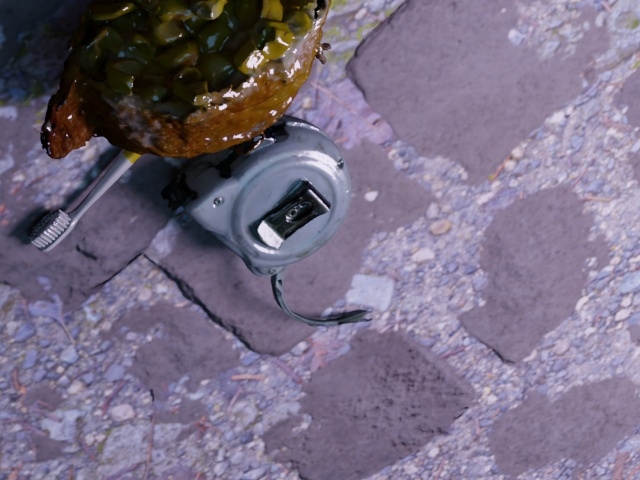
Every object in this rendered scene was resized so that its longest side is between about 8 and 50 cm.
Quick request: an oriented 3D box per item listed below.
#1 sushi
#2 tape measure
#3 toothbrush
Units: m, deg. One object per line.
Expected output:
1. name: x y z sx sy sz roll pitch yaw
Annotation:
1. sushi: -0.113 -0.170 1.704 0.296 0.167 0.179 -16 159 -9
2. tape measure: 0.000 0.001 1.942 0.164 0.084 0.330 -40 132 11
3. toothbrush: -0.163 -0.093 1.823 0.288 0.021 0.024 -44 143 8
